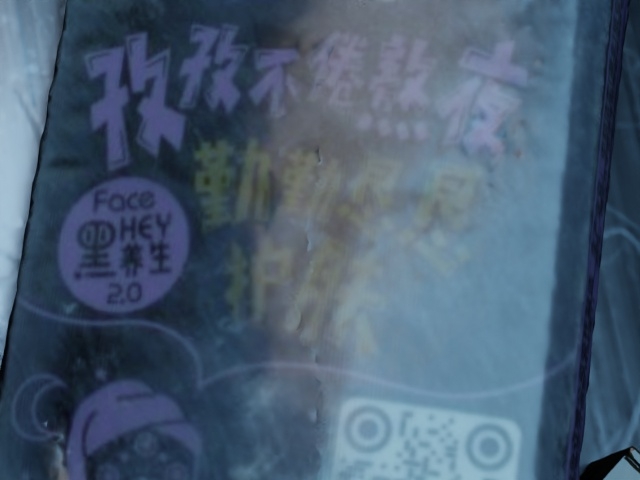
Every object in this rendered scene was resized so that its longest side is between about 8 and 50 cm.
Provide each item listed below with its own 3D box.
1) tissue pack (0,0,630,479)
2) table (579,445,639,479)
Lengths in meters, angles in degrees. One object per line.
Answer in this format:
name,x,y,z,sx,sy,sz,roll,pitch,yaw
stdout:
tissue pack,0.000,0.000,0.859,0.259,0.122,0.361,5,74,8
table,0.136,0.153,0.901,0.070,0.083,0.082,44,78,4
